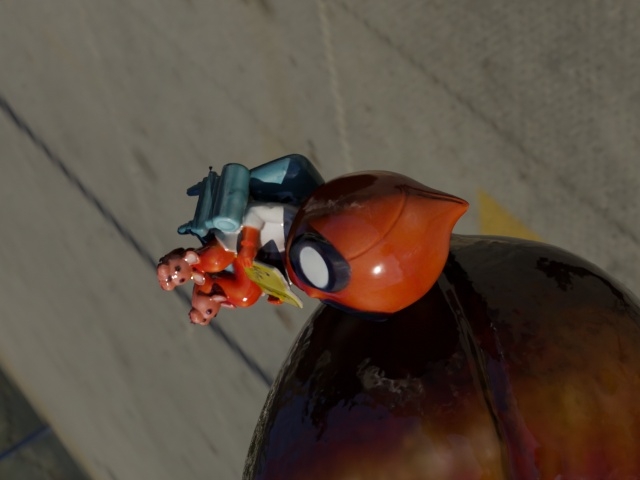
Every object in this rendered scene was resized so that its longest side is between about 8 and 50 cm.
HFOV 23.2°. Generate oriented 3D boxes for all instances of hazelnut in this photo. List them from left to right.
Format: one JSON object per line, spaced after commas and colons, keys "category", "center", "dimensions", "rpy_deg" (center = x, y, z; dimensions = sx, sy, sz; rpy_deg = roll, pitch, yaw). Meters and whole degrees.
{"category": "hazelnut", "center": [0.074, 0.099, 0.752], "dimensions": [0.229, 0.229, 0.229], "rpy_deg": [49, 161, 23]}

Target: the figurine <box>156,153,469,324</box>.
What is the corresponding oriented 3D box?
{"category": "figurine", "center": [0.000, 0.000, 0.713], "dimensions": [0.140, 0.075, 0.068], "rpy_deg": [-3, 145, 29]}
